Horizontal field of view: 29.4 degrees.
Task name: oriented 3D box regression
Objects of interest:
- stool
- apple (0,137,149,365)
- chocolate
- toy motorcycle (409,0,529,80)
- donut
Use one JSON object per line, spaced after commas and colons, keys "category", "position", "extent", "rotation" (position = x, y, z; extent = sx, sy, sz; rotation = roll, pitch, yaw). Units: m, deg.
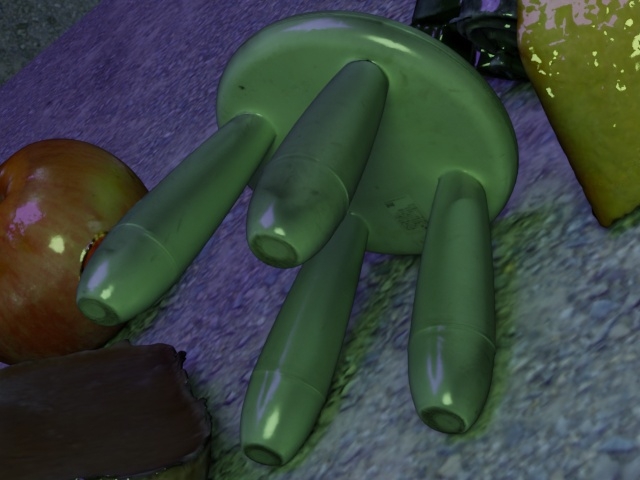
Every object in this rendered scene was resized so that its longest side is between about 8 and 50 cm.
{"category": "stool", "position": [0.000, 0.000, 0.716], "extent": [0.195, 0.195, 0.198], "rotation": [-17, 38, 42]}
{"category": "apple", "position": [-0.240, 0.011, 1.084], "extent": [0.209, 0.164, 0.209], "rotation": [-34, 27, 20]}
{"category": "chocolate", "position": [-0.152, 0.142, 0.798], "extent": [0.161, 0.083, 0.261], "rotation": [-8, 13, -9]}
{"category": "toy motorcycle", "position": [0.138, -0.213, 0.950], "extent": [0.275, 0.127, 0.205], "rotation": [-6, 70, 64]}
{"category": "donut", "position": [0.187, -0.147, 0.723], "extent": [0.101, 0.152, 0.259], "rotation": [-14, 37, 43]}
